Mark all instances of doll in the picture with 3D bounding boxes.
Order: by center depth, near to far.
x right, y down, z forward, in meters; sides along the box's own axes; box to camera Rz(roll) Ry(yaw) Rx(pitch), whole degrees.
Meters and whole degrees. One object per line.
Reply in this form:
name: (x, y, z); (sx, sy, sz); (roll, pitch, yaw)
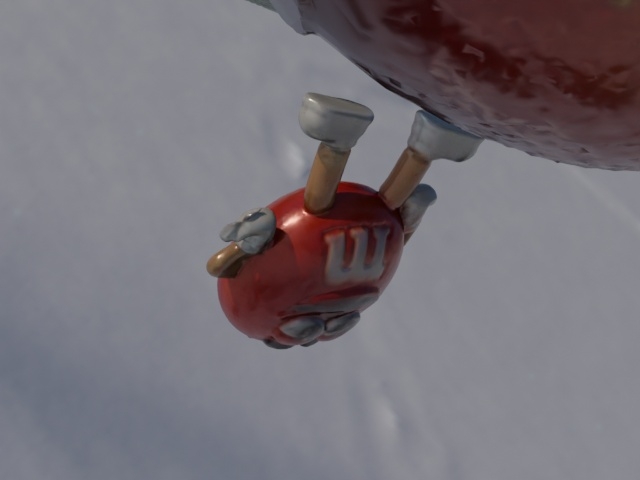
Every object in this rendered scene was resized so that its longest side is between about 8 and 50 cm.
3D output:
doll: (0.000, 0.000, 1.300); (0.183, 0.217, 0.085); (4, 42, -43)

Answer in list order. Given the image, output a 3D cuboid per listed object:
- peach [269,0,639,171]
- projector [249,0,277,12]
peach: (0.091, -0.201, 0.726); (0.335, 0.310, 0.406); (50, -1, 39)
projector: (0.042, -0.281, 1.533); (0.192, 0.257, 0.099); (14, 38, -50)
